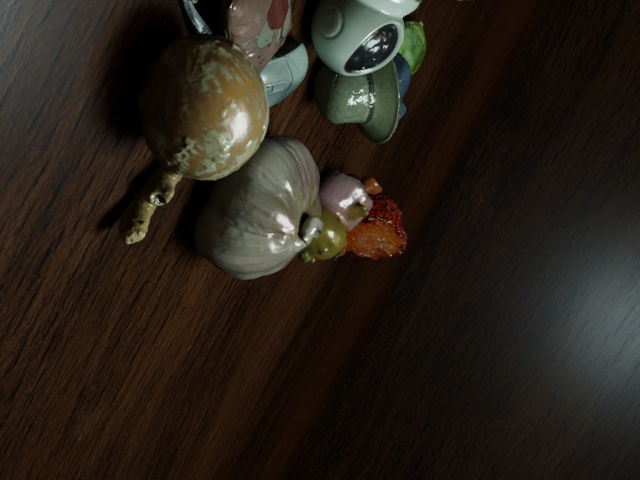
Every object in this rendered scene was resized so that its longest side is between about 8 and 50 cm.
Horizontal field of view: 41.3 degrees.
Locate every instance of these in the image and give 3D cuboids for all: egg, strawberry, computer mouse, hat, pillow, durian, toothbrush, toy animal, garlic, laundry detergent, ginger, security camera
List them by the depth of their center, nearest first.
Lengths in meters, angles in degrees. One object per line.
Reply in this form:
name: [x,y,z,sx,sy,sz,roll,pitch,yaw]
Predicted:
egg: [-0.178,-0.203,1.299,0.203,0.203,0.245,-49,159,-35]
toothbrush: [-0.184,-0.312,1.393,0.035,0.042,0.413,-56,165,-16]
pillow: [-0.105,-0.375,1.406,0.236,0.084,0.223,93,19,-59]
ginger: [-0.257,-0.106,1.458,0.089,0.075,0.288,-9,-141,55]
computer mouse: [-0.083,-0.314,1.625,0.229,0.068,0.113,-44,155,-44]
security camera: [0.079,-0.446,1.691,0.236,0.194,0.194,-61,164,22]
garlic: [-0.114,-0.064,1.718,0.322,0.241,0.322,-53,-176,5]
hat: [0.059,-0.327,1.862,0.130,0.257,0.257,-14,141,-23]
laundry detergent: [0.150,-0.370,2.100,0.094,0.143,0.290,-59,167,-14]
durian: [0.211,-0.483,2.148,0.250,0.101,0.139,-31,146,-59]
toy animal: [0.032,-0.060,2.240,0.169,0.195,0.281,33,81,-34]
strawberry: [0.157,-0.060,2.648,0.234,0.234,0.178,95,1,-54]

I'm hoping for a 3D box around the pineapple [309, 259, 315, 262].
pineapple: [0.000,0.000,2.392,0.137,0.069,0.116,-59,164,0]
